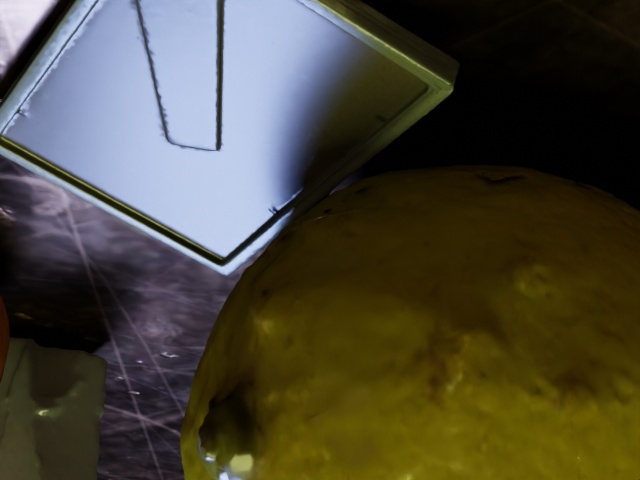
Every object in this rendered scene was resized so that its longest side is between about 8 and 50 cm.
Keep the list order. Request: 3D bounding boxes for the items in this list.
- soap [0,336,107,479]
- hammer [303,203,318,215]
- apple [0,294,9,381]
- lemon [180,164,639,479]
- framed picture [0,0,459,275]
[{"bbox_3d":[-0.317,0.137,0.865,0.302,0.159,0.258,20,151,-26],"label":"soap"},{"bbox_3d":[0.000,0.000,0.711,0.065,0.021,0.178,-8,150,23],"label":"hammer"},{"bbox_3d":[-0.253,0.062,0.756,0.146,0.146,0.146,5,150,3],"label":"apple"},{"bbox_3d":[0.077,0.088,0.615,0.284,0.260,0.260,-18,155,-18],"label":"lemon"},{"bbox_3d":[-0.055,-0.061,0.591,0.150,0.015,0.203,29,142,-19],"label":"framed picture"}]
